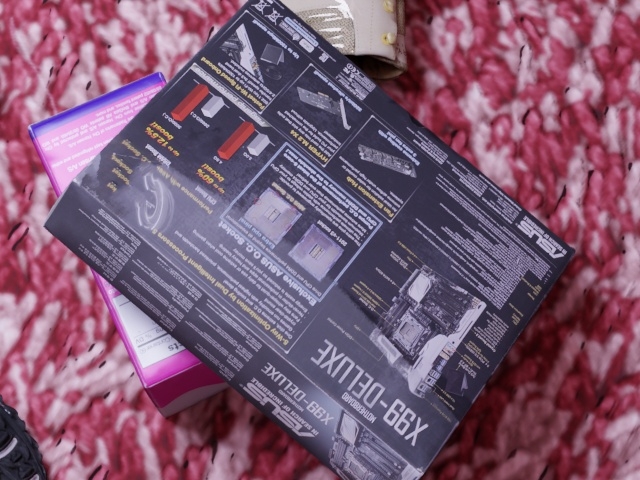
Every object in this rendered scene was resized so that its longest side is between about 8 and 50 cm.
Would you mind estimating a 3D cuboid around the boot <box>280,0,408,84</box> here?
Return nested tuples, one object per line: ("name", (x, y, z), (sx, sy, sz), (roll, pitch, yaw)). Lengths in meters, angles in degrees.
("boot", (0.066, -0.226, 1.447), (0.262, 0.095, 0.203), (-7, 73, 4))

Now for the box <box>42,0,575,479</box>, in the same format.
("box", (0.000, 0.000, 1.308), (0.307, 0.076, 0.242), (40, 53, -2))

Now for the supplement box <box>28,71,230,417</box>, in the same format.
("supplement box", (-0.119, 0.005, 1.386), (0.114, 0.111, 0.220), (-23, 74, -5))

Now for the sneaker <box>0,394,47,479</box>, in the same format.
("sneaker", (-0.325, 0.139, 1.382), (0.272, 0.100, 0.108), (28, 107, 6))
